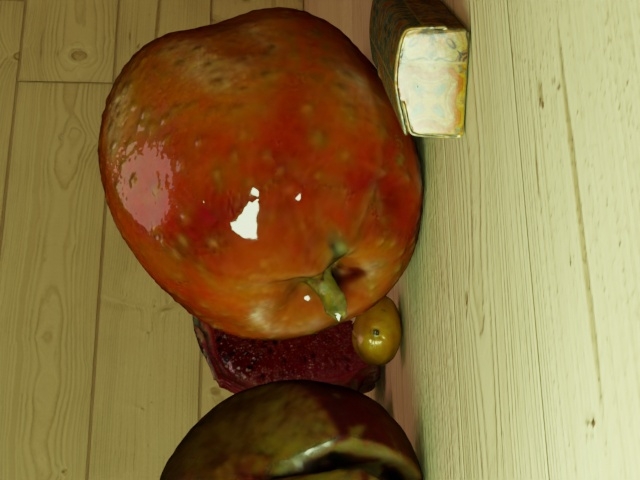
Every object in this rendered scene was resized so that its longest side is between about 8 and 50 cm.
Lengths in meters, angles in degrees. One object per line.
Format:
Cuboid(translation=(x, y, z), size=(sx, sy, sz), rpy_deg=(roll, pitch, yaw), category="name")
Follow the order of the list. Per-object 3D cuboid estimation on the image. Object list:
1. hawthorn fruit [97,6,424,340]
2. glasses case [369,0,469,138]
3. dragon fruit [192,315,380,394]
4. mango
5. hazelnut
Cuboid(translation=(-0.042, -0.044, 1.202), size=(0.275, 0.275, 0.300), rpy_deg=(94, 156, -47), category="hawthorn fruit")
Cuboid(translation=(0.068, -0.135, 1.042), size=(0.218, 0.049, 0.075), rpy_deg=(-98, 10, -73), category="glasses case")
Cuboid(translation=(-0.056, 0.115, 1.580), size=(0.274, 0.161, 0.126), rpy_deg=(50, 162, 36), category="dragon fruit")
Cuboid(translation=(0.052, 0.081, 1.324), size=(0.089, 0.046, 0.060), rpy_deg=(-84, -5, -72), category="mango")
Cuboid(translation=(-0.023, 0.238, 1.122), size=(0.217, 0.217, 0.251), rpy_deg=(95, -175, -55), category="hazelnut")
